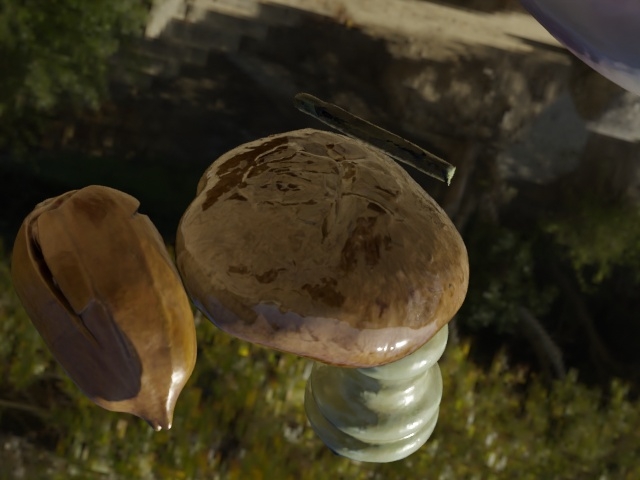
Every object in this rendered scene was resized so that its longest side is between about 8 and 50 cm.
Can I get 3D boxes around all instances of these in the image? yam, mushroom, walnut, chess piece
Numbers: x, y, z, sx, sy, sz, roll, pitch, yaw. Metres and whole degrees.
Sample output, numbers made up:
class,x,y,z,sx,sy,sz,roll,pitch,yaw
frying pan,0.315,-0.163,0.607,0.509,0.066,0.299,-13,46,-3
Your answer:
class,x,y,z,sx,sy,sz,roll,pitch,yaw
yam,0.031,-0.061,0.744,0.107,0.014,0.014,28,-168,16
mushroom,0.000,0.000,1.122,0.278,0.146,0.278,13,-140,-11
walnut,-0.266,0.089,1.645,0.209,0.336,0.209,-26,175,-2
chess piece,0.085,0.126,1.604,0.182,0.330,0.182,4,-127,-5

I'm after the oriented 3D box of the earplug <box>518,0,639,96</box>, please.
class,x,y,z,sx,sy,sz,roll,pitch,yaw
earplug,0.231,-0.123,0.659,0.301,0.172,0.172,26,-167,25
